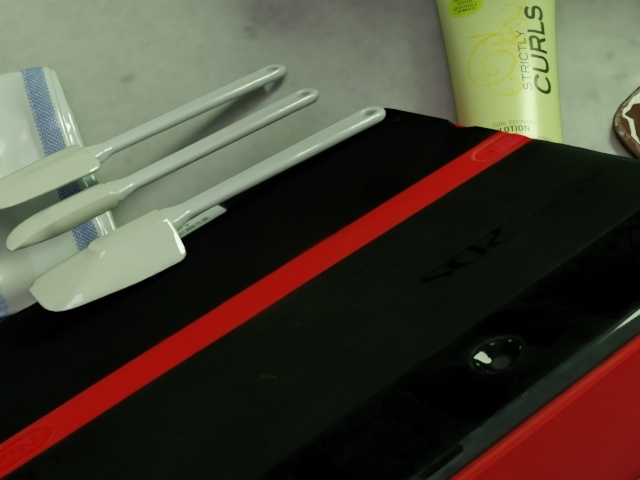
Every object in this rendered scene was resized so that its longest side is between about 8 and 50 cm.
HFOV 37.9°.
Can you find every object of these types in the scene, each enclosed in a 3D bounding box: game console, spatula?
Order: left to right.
[{"bbox_3d":[-0.087,-0.046,0.584,0.242,0.019,0.168,-28,35,-24],"label":"spatula"},{"bbox_3d":[-0.026,0.058,0.442,0.386,0.060,0.342,-32,26,-19],"label":"game console"}]

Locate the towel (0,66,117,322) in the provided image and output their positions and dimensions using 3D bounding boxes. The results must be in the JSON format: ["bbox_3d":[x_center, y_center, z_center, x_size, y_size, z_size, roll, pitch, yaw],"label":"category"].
[{"bbox_3d":[-0.281,-0.015,0.597,0.285,0.034,0.209,-14,62,-23],"label":"towel"}]

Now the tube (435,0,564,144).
[{"bbox_3d":[0.122,-0.099,0.620,0.070,0.062,0.240,18,57,-28],"label":"tube"}]

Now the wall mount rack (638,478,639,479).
[{"bbox_3d":[0.200,0.094,0.427,0.130,0.350,0.304,6,65,-29],"label":"wall mount rack"}]

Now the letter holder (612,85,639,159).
[{"bbox_3d":[0.346,-0.069,0.525,0.214,0.152,0.302,-43,68,-9],"label":"letter holder"}]
